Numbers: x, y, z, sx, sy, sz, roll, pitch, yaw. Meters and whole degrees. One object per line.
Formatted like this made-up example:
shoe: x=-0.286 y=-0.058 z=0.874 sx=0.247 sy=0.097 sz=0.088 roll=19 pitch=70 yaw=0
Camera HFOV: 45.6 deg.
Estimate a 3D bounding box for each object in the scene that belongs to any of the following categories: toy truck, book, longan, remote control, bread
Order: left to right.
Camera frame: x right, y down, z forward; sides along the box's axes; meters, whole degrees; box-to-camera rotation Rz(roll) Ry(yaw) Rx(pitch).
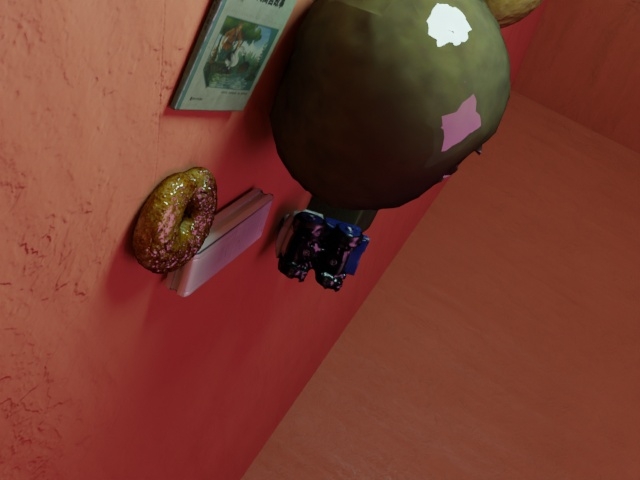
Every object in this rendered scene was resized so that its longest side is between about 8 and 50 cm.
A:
bread: x=-0.226 y=-0.030 z=1.213 sx=0.193 sy=0.064 sz=0.193 roll=-55 pitch=163 yaw=-26
remote control: x=-0.186 y=-0.004 z=1.430 sx=0.277 sy=0.056 sz=0.102 roll=-43 pitch=160 yaw=-53
book: x=-0.108 y=-0.315 z=1.105 sx=0.282 sy=0.025 sz=0.215 roll=-62 pitch=166 yaw=19
toy truck: x=0.000 y=0.000 z=1.811 sx=0.177 sy=0.213 sz=0.161 roll=-94 pitch=-156 yaw=-60
longan: x=0.131 y=-0.259 z=1.332 sx=0.404 sy=0.404 sz=0.435 roll=-39 pitch=153 yaw=-56

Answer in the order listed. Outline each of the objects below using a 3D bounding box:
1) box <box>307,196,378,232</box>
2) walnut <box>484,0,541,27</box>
box: x=0.095 y=-0.153 z=1.950 sx=0.184 sy=0.143 sz=0.273 roll=-35 pitch=154 yaw=-60
walnut: x=0.414 y=-0.645 z=1.754 sx=0.332 sy=0.333 sz=0.332 roll=-54 pitch=166 yaw=-20
